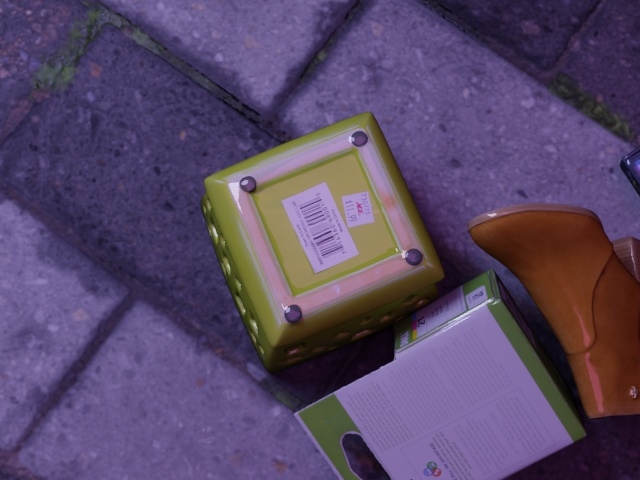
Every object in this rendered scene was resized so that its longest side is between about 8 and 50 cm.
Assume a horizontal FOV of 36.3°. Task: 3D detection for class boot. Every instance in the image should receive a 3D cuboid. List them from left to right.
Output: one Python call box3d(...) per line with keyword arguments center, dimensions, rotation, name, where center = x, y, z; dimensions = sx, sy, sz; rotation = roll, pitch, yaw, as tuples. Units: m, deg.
box3d(center=(0.279, 0.084, 1.051), dimensions=(0.295, 0.104, 0.211), rotation=(13, 66, -37), name="boot")

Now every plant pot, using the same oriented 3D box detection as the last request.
box3d(center=(0.000, 0.000, 1.070), dimensions=(0.227, 0.207, 0.228), rotation=(-22, 82, -5), name="plant pot")

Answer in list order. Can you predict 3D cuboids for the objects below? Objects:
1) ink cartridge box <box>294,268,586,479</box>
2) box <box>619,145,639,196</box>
box3d(center=(0.128, 0.179, 1.070), dimensions=(0.255, 0.097, 0.189), rotation=(-31, 103, 14), name="ink cartridge box")
box3d(center=(0.492, -0.047, 1.138), dimensions=(0.183, 0.059, 0.232), rotation=(-32, 80, 8), name="box")
